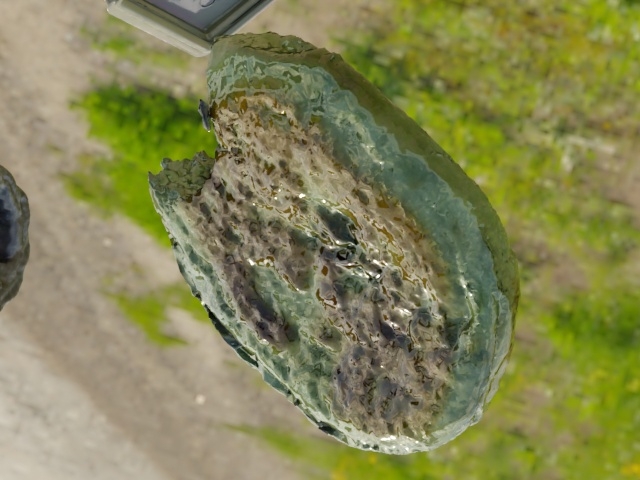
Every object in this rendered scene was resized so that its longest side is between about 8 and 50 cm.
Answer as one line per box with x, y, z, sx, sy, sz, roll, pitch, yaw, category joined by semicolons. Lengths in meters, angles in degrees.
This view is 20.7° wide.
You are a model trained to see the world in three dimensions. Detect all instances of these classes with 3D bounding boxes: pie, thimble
0.006;0.005;1.139;0.302;0.067;0.302;24;129;33;pie
-0.316;-0.002;1.463;0.098;0.150;0.150;9;163;23;thimble

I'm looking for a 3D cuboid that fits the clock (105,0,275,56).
-0.080;-0.250;1.457;0.192;0.071;0.147;-36;151;20;clock
